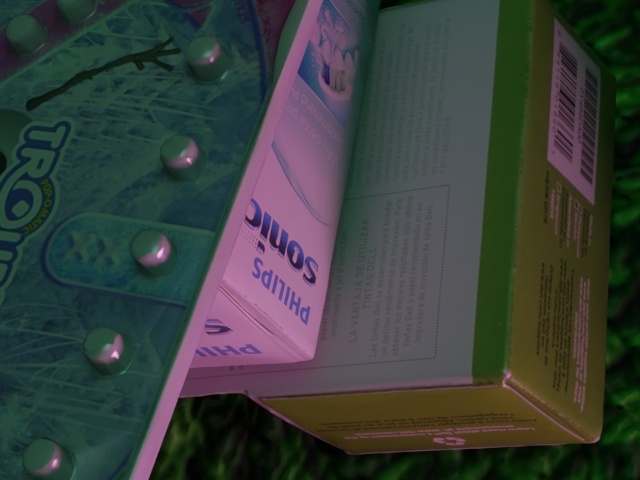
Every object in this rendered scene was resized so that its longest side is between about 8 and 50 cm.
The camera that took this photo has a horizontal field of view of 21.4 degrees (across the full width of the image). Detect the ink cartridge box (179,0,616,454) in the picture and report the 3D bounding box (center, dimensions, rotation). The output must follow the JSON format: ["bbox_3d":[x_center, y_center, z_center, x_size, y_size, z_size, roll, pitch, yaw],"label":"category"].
[{"bbox_3d":[0.000,0.000,0.801,0.255,0.097,0.189,-8,64,32],"label":"ink cartridge box"}]

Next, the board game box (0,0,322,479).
[{"bbox_3d":[-0.216,-0.022,0.643,0.390,0.050,0.390,8,64,25],"label":"board game box"}]

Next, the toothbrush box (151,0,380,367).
[{"bbox_3d":[-0.096,-0.095,0.764,0.216,0.126,0.295,-5,61,30],"label":"toothbrush box"}]
